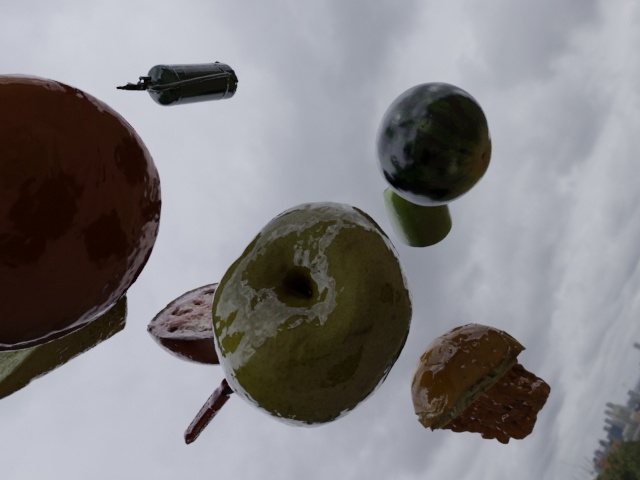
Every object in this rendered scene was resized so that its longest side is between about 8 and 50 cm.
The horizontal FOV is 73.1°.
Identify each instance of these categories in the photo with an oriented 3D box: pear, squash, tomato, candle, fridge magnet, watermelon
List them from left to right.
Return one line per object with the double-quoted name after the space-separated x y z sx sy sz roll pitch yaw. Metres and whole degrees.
-0.377 -0.028 0.569 0.364 0.155 0.363 -35 -46 -45 "fridge magnet"
-0.291 0.447 1.134 0.051 0.048 0.329 -11 -36 -52 "candle"
-0.261 0.230 1.145 0.338 0.338 0.143 -25 -63 -38 "tomato"
-0.002 0.080 0.467 0.228 0.188 0.211 -54 -25 -13 "pear"
0.350 -0.140 1.629 0.309 0.234 0.210 61 -145 -36 "squash"
0.245 -0.203 0.942 0.269 0.269 0.269 -24 -54 -38 "watermelon"

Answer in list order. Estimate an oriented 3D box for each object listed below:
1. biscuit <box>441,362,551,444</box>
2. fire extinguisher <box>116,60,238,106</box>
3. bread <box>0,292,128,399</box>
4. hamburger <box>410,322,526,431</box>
0.443 0.437 1.203 0.110 0.318 0.312 -63 -24 -47 "biscuit"
-0.314 -0.358 0.985 0.294 0.118 0.093 -36 -47 -54 "fire extinguisher"
-0.639 0.158 0.928 0.362 0.233 0.244 -40 -29 -48 "bread"
0.300 0.282 0.950 0.283 0.156 0.144 -32 -26 -15 "hamburger"
